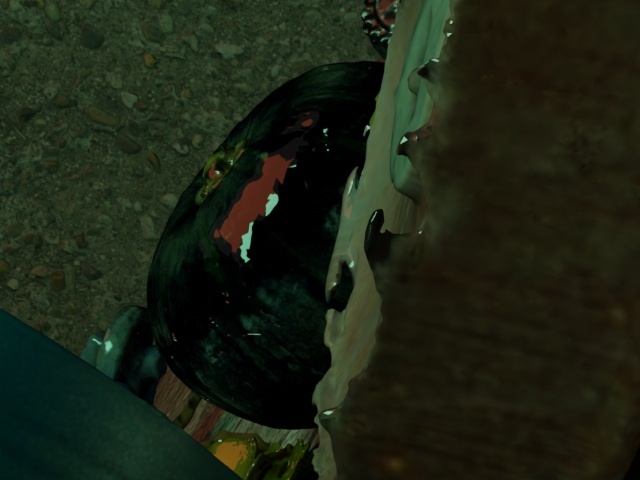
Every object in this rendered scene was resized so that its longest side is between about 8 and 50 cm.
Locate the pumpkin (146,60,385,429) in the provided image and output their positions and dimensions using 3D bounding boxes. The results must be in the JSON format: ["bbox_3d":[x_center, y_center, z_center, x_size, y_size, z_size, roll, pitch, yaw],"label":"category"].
[{"bbox_3d":[0.000,0.000,0.851,0.233,0.163,0.233,-53,8,11],"label":"pumpkin"}]

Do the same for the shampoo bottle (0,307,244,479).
[{"bbox_3d":[-0.209,0.210,0.514,0.342,0.331,0.331,-58,7,-24],"label":"shampoo bottle"}]

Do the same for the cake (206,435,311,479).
[{"bbox_3d":[-0.071,0.151,0.843,0.185,0.080,0.116,175,118,-80],"label":"cake"}]

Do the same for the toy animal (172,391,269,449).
[{"bbox_3d":[-0.134,0.190,1.060,0.255,0.116,0.114,-58,9,-35],"label":"toy animal"}]

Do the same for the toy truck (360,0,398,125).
[{"bbox_3d":[0.139,-0.137,0.727,0.286,0.136,0.111,-52,43,-2],"label":"toy truck"}]

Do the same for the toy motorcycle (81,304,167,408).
[{"bbox_3d":[-0.232,0.225,1.304,0.241,0.182,0.319,-49,9,41],"label":"toy motorcycle"}]

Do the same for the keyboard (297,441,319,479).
[{"bbox_3d":[0.002,0.134,0.799,0.195,0.018,0.060,-48,16,47],"label":"keyboard"}]

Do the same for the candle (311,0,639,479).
[{"bbox_3d":[0.077,-0.030,0.479,0.317,0.131,0.287,103,-178,-69],"label":"candle"}]
